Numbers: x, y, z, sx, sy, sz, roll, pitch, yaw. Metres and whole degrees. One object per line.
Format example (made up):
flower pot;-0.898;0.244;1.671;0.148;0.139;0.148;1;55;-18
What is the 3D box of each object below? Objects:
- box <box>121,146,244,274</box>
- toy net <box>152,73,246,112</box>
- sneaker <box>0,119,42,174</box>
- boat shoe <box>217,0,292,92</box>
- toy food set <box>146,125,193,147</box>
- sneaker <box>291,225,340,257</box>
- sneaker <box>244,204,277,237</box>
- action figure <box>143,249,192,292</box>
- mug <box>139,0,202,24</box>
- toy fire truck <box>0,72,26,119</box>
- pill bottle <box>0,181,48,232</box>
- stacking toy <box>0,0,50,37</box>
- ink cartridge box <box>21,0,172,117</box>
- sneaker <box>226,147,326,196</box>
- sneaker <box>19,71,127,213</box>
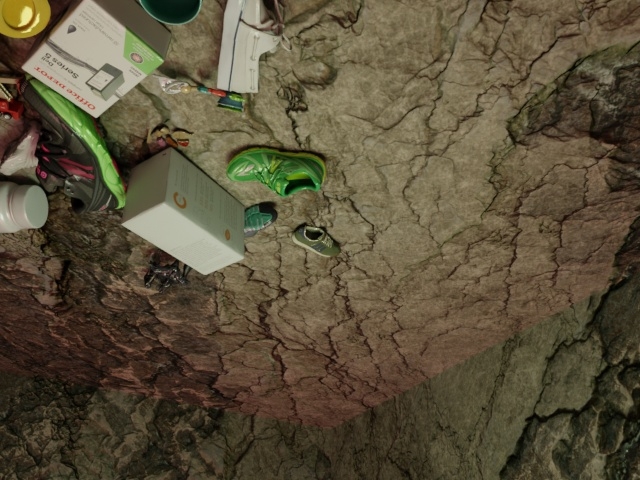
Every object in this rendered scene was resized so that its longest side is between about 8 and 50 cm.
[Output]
box;-0.400;-0.078;1.603;0.168;0.215;0.345;-22;141;23
toy net;-0.304;-0.365;1.318;0.232;0.122;0.045;11;105;-14
sneaker;-0.828;-0.239;1.512;0.232;0.090;0.115;-26;140;32
boat shoe;-0.135;-0.463;1.169;0.156;0.136;0.367;9;146;-12
toy food set;-0.426;-0.292;1.499;0.122;0.019;0.078;6;144;-22
sneaker;0.000;0.000;1.854;0.192;0.064;0.086;21;144;-21
sneaker;-0.223;-0.058;1.786;0.224;0.083;0.098;-16;162;28
action figure;-0.562;0.108;1.944;0.164;0.141;0.276;24;153;-26
mug;-0.294;-0.533;1.103;0.158;0.097;0.129;6;143;-10
toy fire truck;-0.821;-0.378;1.354;0.192;0.047;0.135;12;142;-15
pill bottle;-1.015;-0.102;1.635;0.283;0.160;0.160;-1;144;1
stacking toy;-0.671;-0.554;0.991;0.279;0.130;0.309;-16;151;-39
ink cartridge box;-0.513;-0.437;1.217;0.273;0.115;0.198;-26;137;30
sneaker;-0.131;-0.195;1.540;0.295;0.123;0.109;1;144;0
sneaker;-0.674;-0.226;1.413;0.202;0.185;0.483;-25;145;-15
